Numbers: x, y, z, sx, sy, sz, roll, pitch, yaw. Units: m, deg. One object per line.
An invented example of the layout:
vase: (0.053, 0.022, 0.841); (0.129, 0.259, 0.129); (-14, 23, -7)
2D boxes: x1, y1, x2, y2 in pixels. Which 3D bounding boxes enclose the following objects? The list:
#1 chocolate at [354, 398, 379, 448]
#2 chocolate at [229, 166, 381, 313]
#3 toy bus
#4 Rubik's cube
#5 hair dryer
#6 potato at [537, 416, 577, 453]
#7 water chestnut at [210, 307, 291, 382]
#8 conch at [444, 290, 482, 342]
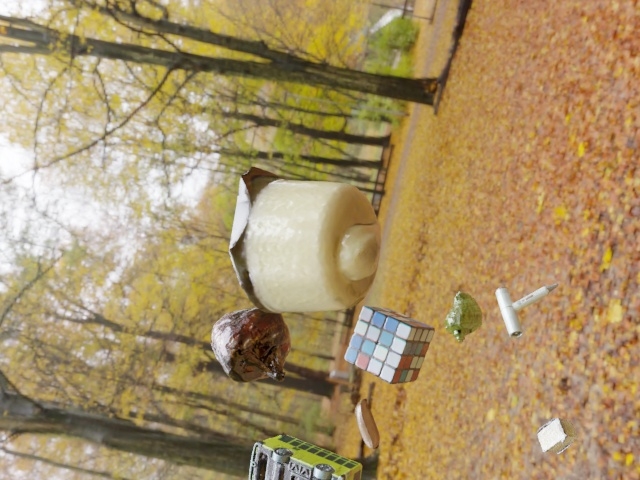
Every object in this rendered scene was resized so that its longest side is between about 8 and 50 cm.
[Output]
chocolate: (0.093, 0.388, 1.346); (0.064, 0.031, 0.100); (-31, -80, -75)
chocolate: (0.000, 0.000, 1.437); (0.314, 0.297, 0.326); (46, -139, -52)
toy bus: (-0.038, 0.592, 1.617); (0.150, 0.262, 0.128); (0, -80, -59)
Rubik's cube: (0.180, 0.266, 1.646); (0.154, 0.151, 0.155); (16, -85, -59)
hair dryer: (0.605, 0.181, 1.822); (0.044, 0.183, 0.154); (47, -152, -45)
potato: (0.740, 0.610, 1.994); (0.122, 0.061, 0.086); (119, 152, -42)
water chestnut: (-0.222, 0.352, 2.109); (0.289, 0.289, 0.244); (98, 173, -56)
conch: (0.340, 0.183, 1.509); (0.074, 0.089, 0.121); (140, 139, -75)
